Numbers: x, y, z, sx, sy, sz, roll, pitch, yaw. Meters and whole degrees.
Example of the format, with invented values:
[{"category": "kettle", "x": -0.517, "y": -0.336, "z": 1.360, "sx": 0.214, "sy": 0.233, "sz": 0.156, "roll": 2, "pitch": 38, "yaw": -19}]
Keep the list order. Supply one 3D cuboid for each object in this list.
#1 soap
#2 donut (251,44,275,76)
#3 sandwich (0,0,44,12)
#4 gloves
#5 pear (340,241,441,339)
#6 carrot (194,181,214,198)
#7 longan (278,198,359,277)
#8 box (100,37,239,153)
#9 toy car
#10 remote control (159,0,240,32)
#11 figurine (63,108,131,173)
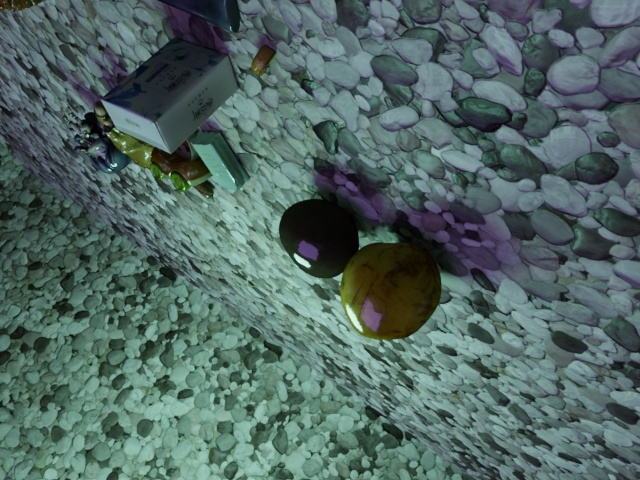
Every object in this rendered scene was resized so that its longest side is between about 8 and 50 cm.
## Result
[{"category": "soap", "x": -0.321, "y": -0.254, "z": 1.917, "sx": 0.114, "sy": 0.063, "sz": 0.198, "roll": 13, "pitch": 146, "yaw": 42}, {"category": "donut", "x": -0.136, "y": -0.417, "z": 1.397, "sx": 0.038, "sy": 0.067, "sz": 0.083, "roll": 36, "pitch": -171, "yaw": -9}, {"category": "sandwich", "x": -0.846, "y": -0.743, "z": 1.650, "sx": 0.109, "sy": 0.212, "sz": 0.292, "roll": 19, "pitch": 140, "yaw": 8}, {"category": "gloves", "x": -0.649, "y": -0.379, "z": 2.055, "sx": 0.203, "sy": 0.155, "sz": 0.356, "roll": 40, "pitch": 173, "yaw": 15}, {"category": "pear", "x": 0.185, "y": 0.133, "z": 1.609, "sx": 0.280, "sy": 0.281, "sz": 0.281, "roll": 32, "pitch": 156, "yaw": 16}, {"category": "carrot", "x": -0.489, "y": -0.241, "z": 2.219, "sx": 0.254, "sy": 0.049, "sz": 0.049, "roll": 39, "pitch": 157, "yaw": 9}, {"category": "longan", "x": 0.000, "y": 0.000, "z": 1.720, "sx": 0.246, "sy": 0.215, "sz": 0.246, "roll": 34, "pitch": 138, "yaw": 38}, {"category": "box", "x": -0.376, "y": -0.372, "z": 1.517, "sx": 0.203, "sy": 0.274, "sz": 0.116, "roll": 26, "pitch": 153, "yaw": 27}, {"category": "toy car", "x": -0.467, "y": -0.301, "z": 1.992, "sx": 0.235, "sy": 0.145, "sz": 0.235, "roll": 25, "pitch": 133, "yaw": 30}, {"category": "remote control", "x": -0.346, "y": -0.585, "z": 1.381, "sx": 0.377, "sy": 0.044, "sz": 0.107, "roll": 29, "pitch": 150, "yaw": 21}, {"category": "figurine", "x": -0.825, "y": -0.382, "z": 2.266, "sx": 0.175, "sy": 0.197, "sz": 0.265, "roll": 6, "pitch": 121, "yaw": 53}]
